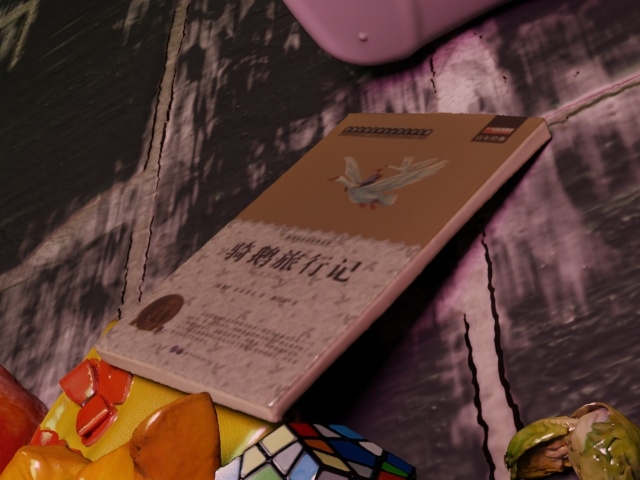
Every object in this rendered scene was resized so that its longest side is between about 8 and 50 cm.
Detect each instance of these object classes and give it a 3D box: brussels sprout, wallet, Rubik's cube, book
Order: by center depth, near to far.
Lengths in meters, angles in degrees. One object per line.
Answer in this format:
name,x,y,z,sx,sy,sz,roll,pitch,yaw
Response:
brussels sprout,0.137,0.112,0.577,0.083,0.046,0.051,2,47,47
Rubik's cube,-0.002,0.164,0.594,0.133,0.133,0.112,38,108,56
wallet,-0.122,0.145,0.777,0.241,0.067,0.141,16,65,51
book,0.000,0.000,0.801,0.217,0.021,0.310,8,45,49

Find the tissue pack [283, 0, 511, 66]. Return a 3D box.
tissue pack,0.111,-0.321,0.922,0.333,0.229,0.236,-20,41,28

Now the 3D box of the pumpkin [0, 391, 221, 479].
pumpkin,-0.169,0.240,0.661,0.290,0.095,0.258,-19,55,37

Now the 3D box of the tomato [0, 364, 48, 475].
tomato,-0.340,0.170,0.897,0.200,0.139,0.233,-45,33,-17
